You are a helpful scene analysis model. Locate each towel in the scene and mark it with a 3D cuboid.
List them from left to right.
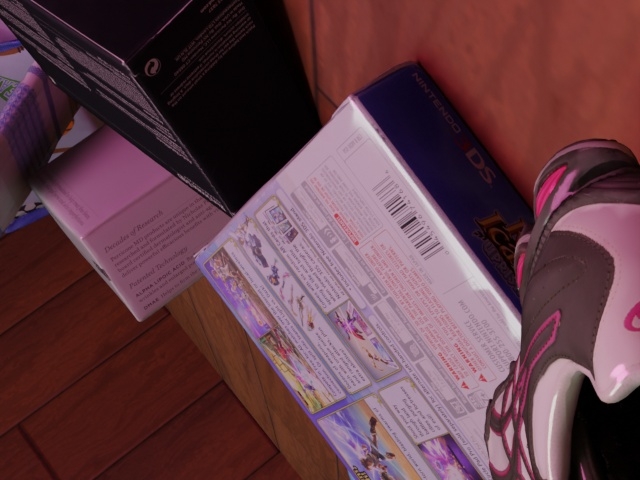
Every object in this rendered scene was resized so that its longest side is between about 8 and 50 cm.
[{"bbox_3d":[-0.287,-0.131,1.003,0.034,0.285,0.209,28,166,-4],"label":"towel"}]

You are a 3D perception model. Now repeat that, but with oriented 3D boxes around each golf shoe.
[{"bbox_3d":[0.115,0.092,0.411,0.105,0.120,0.273,2,131,15],"label":"golf shoe"}]

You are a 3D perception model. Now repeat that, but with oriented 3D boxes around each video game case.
[{"bbox_3d":[0.060,0.062,0.618,0.270,0.061,0.244,54,144,2],"label":"video game case"}]

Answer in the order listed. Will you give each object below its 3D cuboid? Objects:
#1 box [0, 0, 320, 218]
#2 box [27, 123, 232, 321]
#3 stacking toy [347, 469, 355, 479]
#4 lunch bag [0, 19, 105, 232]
[{"bbox_3d":[-0.143,-0.152,0.733,0.261,0.103,0.184,36,164,34],"label":"box"},{"bbox_3d":[-0.172,-0.044,1.012,0.181,0.182,0.119,36,158,51],"label":"box"},{"bbox_3d":[0.053,0.106,0.807,0.141,0.141,0.330,23,139,64],"label":"stacking toy"},{"bbox_3d":[-0.445,-0.260,1.303,0.328,0.238,0.386,78,168,-60],"label":"lunch bag"}]
